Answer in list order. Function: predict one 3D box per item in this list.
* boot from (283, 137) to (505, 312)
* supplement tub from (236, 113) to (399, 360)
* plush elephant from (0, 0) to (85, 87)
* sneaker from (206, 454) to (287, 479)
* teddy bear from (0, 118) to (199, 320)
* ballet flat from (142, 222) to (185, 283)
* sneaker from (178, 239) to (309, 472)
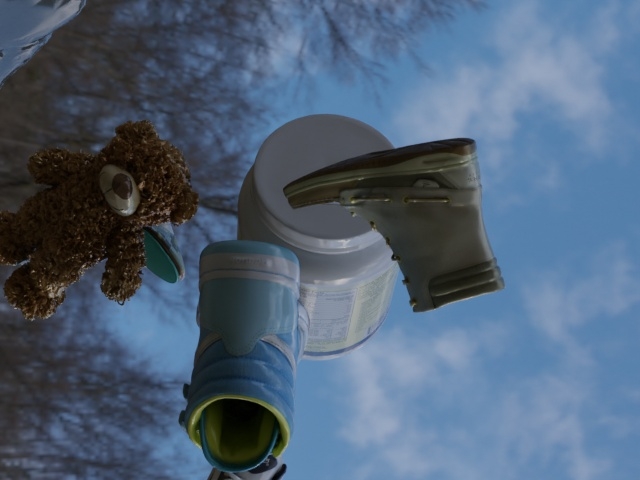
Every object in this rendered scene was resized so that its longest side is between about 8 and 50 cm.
[{"bbox_3d":[0.072,-0.007,1.240,0.213,0.077,0.165,-9,-77,28],"label":"boot"},{"bbox_3d":[0.000,0.000,1.716,0.325,0.235,0.235,98,-31,-58],"label":"supplement tub"},{"bbox_3d":[-0.309,-0.293,1.021,0.330,0.272,0.255,-26,-102,26],"label":"plush elephant"},{"bbox_3d":[-0.102,0.327,1.608,0.094,0.235,0.153,25,-97,-4],"label":"sneaker"},{"bbox_3d":[-0.330,-0.025,1.682,0.338,0.113,0.245,-13,-106,29],"label":"teddy bear"},{"bbox_3d":[-0.285,-0.028,1.911,0.221,0.079,0.077,38,-43,-6],"label":"ballet flat"},{"bbox_3d":[-0.079,0.145,1.259,0.127,0.319,0.208,2,-111,4],"label":"sneaker"}]
